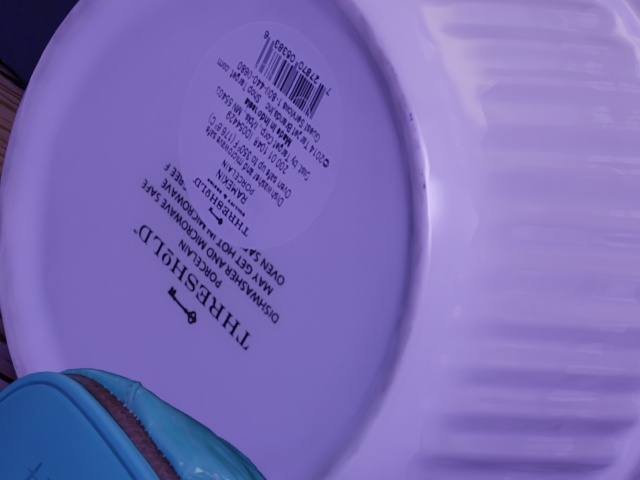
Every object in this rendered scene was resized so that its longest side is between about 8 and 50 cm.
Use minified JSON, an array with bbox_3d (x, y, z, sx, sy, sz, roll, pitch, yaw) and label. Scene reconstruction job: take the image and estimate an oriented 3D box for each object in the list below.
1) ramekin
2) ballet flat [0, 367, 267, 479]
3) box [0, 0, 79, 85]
[{"bbox_3d":[0.000,0.000,0.563,0.109,0.207,0.207,4,34,-48],"label":"ramekin"},{"bbox_3d":[-0.002,0.118,0.422,0.087,0.083,0.247,33,14,-43],"label":"ballet flat"},{"bbox_3d":[0.045,-0.157,0.848,0.312,0.343,0.179,43,18,23],"label":"box"}]
